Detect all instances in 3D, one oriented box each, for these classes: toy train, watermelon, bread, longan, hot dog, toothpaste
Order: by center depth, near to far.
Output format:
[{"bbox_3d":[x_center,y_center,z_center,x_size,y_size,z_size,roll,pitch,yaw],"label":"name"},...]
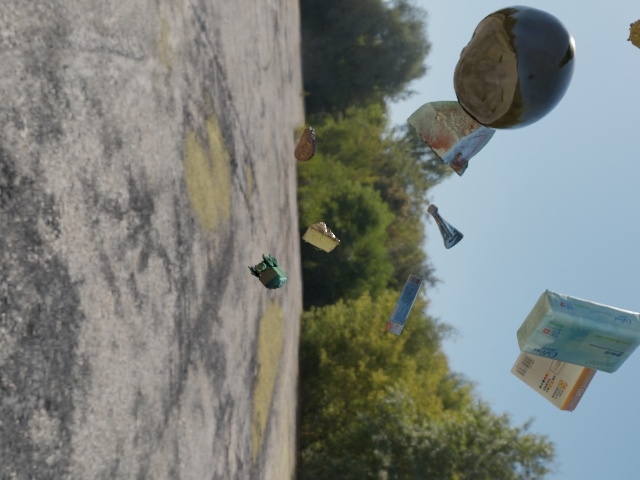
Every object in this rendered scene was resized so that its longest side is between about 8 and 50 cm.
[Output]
[{"bbox_3d":[-0.142,0.091,1.747,0.099,0.070,0.172,51,2,5],"label":"toy train"},{"bbox_3d":[0.239,0.188,1.787,0.070,0.044,0.193,100,17,-45],"label":"toothpaste"},{"bbox_3d":[0.555,-0.496,1.809,0.361,0.361,0.361,178,-90,-90],"label":"longan"},{"bbox_3d":[0.475,-0.343,2.130,0.320,0.290,0.213,53,43,-26],"label":"watermelon"},{"bbox_3d":[0.000,0.000,2.287,0.109,0.080,0.084,50,-50,15],"label":"bread"},{"bbox_3d":[-0.052,-0.366,2.376,0.147,0.065,0.099,121,-29,-45],"label":"hot dog"}]

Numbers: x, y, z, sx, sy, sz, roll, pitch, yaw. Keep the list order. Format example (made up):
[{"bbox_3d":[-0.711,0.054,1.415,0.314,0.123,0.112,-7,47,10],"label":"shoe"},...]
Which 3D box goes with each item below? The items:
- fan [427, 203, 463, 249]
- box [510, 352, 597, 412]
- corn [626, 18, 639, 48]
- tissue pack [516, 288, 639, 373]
[{"bbox_3d":[0.292,-0.029,1.485,0.023,0.057,0.282,57,12,26],"label":"fan"},{"bbox_3d":[0.755,0.363,1.960,0.221,0.091,0.274,40,-71,49],"label":"box"},{"bbox_3d":[0.994,-0.578,1.778,0.305,0.106,0.106,-106,-168,-63],"label":"corn"},{"bbox_3d":[0.663,0.238,1.591,0.089,0.263,0.177,-78,-176,-51],"label":"tissue pack"}]
